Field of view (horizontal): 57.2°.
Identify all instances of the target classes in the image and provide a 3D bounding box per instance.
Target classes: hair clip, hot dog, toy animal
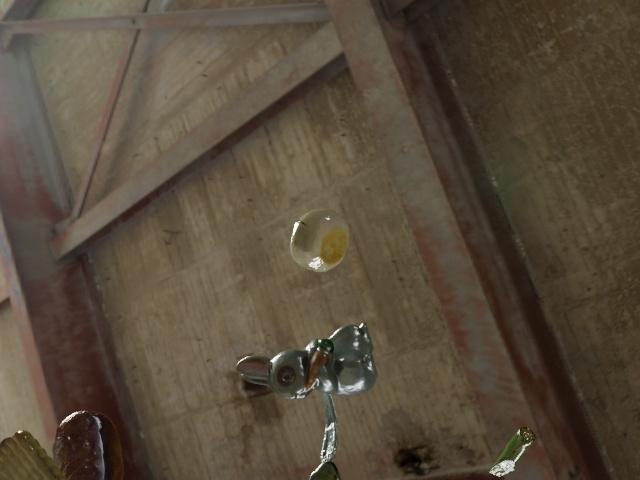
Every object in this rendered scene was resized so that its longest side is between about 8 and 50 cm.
[{"bbox_3d":[0.023,0.509,1.619,0.066,0.036,0.229,-49,-148,44],"label":"hair clip"},{"bbox_3d":[-0.560,0.530,1.414,0.099,0.160,0.227,115,-34,-51],"label":"hot dog"},{"bbox_3d":[-0.016,0.225,0.984,0.236,0.138,0.108,-22,-144,2],"label":"toy animal"}]

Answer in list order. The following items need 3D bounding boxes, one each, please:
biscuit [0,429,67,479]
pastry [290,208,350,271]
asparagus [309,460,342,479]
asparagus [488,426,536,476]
[{"bbox_3d":[-0.387,0.402,0.801,0.254,0.029,0.172,41,-82,18],"label":"biscuit"},{"bbox_3d":[0.000,0.000,1.408,0.092,0.156,0.156,19,-73,43],"label":"pastry"},{"bbox_3d":[0.033,0.676,1.240,0.108,0.128,0.382,-18,-97,45],"label":"asparagus"},{"bbox_3d":[0.440,0.501,1.358,0.045,0.041,0.178,46,-48,36],"label":"asparagus"}]
